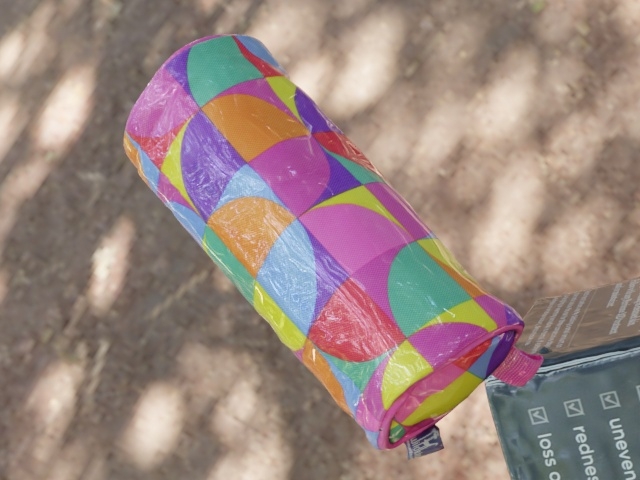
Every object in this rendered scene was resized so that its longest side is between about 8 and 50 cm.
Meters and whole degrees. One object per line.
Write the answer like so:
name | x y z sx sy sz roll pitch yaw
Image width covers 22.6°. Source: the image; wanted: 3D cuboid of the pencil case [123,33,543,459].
pencil case | 0.000 0.000 0.811 0.104 0.104 0.236 -46 68 13

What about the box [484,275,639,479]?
box | 0.444 0.251 1.353 0.472 0.480 0.297 -14 7 19
